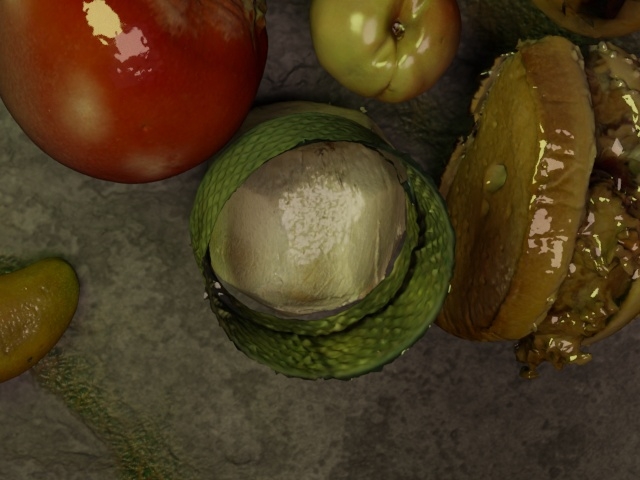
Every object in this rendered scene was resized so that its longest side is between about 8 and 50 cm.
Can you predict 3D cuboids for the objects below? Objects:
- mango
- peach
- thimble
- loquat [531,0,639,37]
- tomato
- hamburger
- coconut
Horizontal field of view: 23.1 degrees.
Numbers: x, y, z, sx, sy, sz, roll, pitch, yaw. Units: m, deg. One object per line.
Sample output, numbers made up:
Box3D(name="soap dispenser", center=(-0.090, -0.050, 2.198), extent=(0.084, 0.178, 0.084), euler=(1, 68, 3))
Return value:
Box3D(name="mango", center=(-0.395, 0.103, 1.918), extent=(0.227, 0.099, 0.136), euler=(-30, 112, -7))
Box3D(name="peach", center=(0.073, -0.249, 1.809), extent=(0.184, 0.184, 0.184), euler=(-5, 117, -11))
Box3D(name="thimble", center=(0.000, 0.000, 1.671), extent=(0.270, 0.150, 0.271), euler=(-4, 109, -12))
Box3D(name="loquat", center=(0.330, -0.346, 1.790), extent=(0.235, 0.235, 0.235), euler=(-5, 117, -11))
Box3D(name="tomato", center=(-0.214, -0.215, 1.683), extent=(0.321, 0.321, 0.322), euler=(-5, 117, -11))
Box3D(name="hamburger", center=(0.297, 0.000, 1.887), extent=(0.268, 0.287, 0.446), euler=(1, 136, -20))
Box3D(name="coconut", center=(-0.016, -0.026, 1.864), extent=(0.244, 0.245, 0.247), euler=(-5, 116, -11))
